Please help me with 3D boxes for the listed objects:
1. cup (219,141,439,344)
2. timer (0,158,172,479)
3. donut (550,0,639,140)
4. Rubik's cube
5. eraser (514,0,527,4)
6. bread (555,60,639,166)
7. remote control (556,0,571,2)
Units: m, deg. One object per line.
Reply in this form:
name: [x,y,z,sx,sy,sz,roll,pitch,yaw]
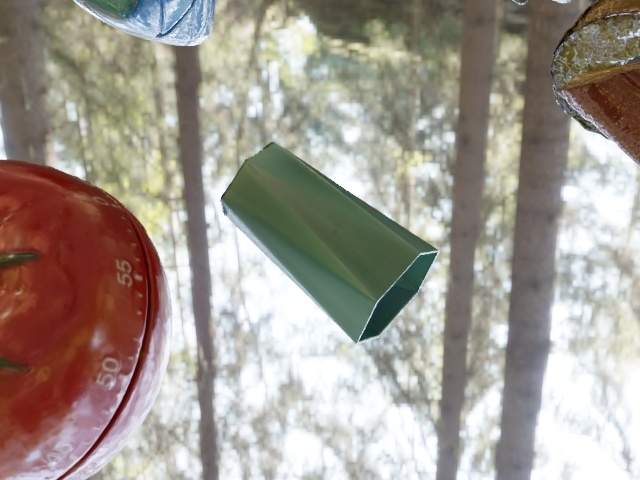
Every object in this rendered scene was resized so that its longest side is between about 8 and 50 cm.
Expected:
cup: [0.000,0.000,1.491,0.235,0.134,0.148,36,-108,17]
timer: [-0.343,0.102,1.416,0.378,0.279,0.378,-12,-115,27]
donut: [0.477,-0.259,1.849,0.272,0.272,0.107,9,-130,16]
Rubik's cube: [-0.198,-0.361,1.646,0.254,0.254,0.254,-1,-147,1]
eraser: [0.127,-0.281,0.850,0.069,0.158,0.226,22,-150,-28]
bread: [0.389,-0.161,1.552,0.192,0.119,0.067,42,-148,13]
remote control: [0.266,-0.293,1.300,0.074,0.122,0.032,-3,-129,-44]
